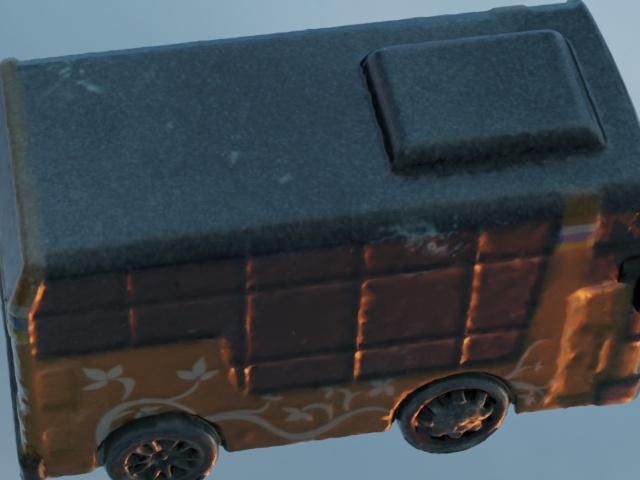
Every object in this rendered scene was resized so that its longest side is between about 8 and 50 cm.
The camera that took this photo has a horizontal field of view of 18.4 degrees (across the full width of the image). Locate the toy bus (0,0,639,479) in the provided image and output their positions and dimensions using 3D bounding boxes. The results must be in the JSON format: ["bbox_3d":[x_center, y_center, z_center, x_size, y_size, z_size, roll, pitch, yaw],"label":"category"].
[{"bbox_3d":[0.000,0.000,0.979,0.323,0.162,0.194,-7,-40,-8],"label":"toy bus"}]
